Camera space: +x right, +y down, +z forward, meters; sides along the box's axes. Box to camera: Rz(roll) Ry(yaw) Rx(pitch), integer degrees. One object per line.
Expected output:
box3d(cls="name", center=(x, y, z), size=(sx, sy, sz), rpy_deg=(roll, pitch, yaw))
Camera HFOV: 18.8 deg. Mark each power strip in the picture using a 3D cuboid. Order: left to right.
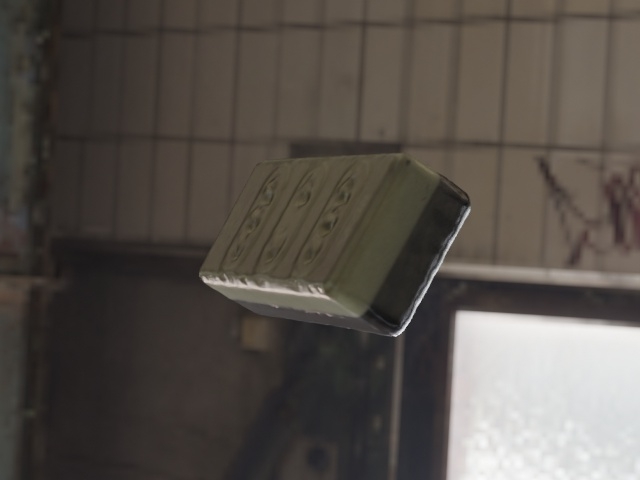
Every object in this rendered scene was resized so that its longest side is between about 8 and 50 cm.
box3d(cls="power strip", center=(0.000, 0.000, 1.296), size=(0.070, 0.105, 0.256), rpy_deg=(34, 168, -19))
